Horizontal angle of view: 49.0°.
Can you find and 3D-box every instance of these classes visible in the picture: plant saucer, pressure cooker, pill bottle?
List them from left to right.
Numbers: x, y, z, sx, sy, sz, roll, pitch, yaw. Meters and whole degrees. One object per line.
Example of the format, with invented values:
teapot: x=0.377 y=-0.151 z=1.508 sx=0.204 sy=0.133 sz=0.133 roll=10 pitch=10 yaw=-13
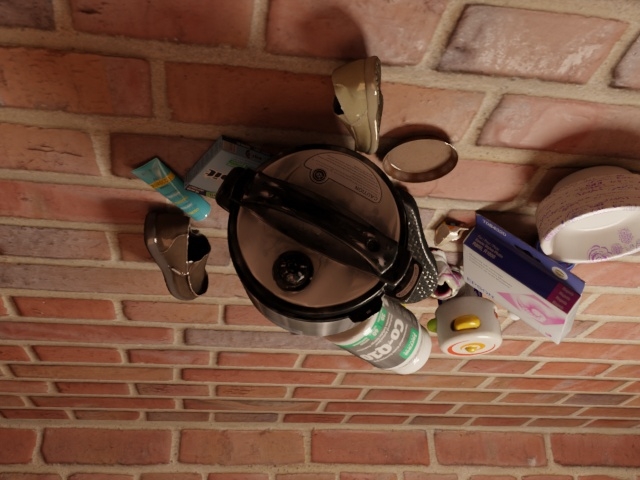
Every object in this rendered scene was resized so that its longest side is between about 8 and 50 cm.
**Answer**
pressure cooker: x=-0.001 y=0.006 z=1.453 sx=0.370 sy=0.375 sz=0.420 roll=-14 pitch=167 yaw=-3
pill bottle: x=0.170 y=0.262 z=2.074 sx=0.204 sy=0.204 sz=0.361 roll=-20 pitch=144 yaw=30
plant saucer: x=0.219 y=-0.182 z=1.545 sx=0.168 sy=0.029 sz=0.168 roll=0 pitch=151 yaw=0

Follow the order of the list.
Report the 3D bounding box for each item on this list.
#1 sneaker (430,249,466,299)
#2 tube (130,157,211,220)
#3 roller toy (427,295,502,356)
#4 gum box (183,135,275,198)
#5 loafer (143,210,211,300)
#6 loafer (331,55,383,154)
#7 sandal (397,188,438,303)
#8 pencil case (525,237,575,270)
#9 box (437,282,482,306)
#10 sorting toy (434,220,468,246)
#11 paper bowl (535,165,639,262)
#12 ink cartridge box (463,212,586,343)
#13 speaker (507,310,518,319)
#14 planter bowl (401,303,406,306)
sneaker: x=0.352 y=0.124 z=2.032 sx=0.103 sy=0.111 sz=0.252 roll=-18 pitch=148 yaw=28
tube: x=-0.338 y=-0.119 z=1.622 sx=0.080 sy=0.052 sz=0.207 roll=-26 pitch=138 yaw=21
roller toy: x=0.445 y=0.265 z=2.106 sx=0.191 sy=0.146 sz=0.209 roll=11 pitch=149 yaw=-24
gum box: x=-0.195 y=-0.149 z=1.571 sx=0.157 sy=0.041 sz=0.184 roll=17 pitch=147 yaw=-31
loafer: x=-0.347 y=0.052 z=1.837 sx=0.130 sy=0.134 sz=0.366 roll=-5 pitch=152 yaw=6
loafer: x=0.070 y=-0.256 z=1.333 sx=0.092 sy=0.102 sz=0.268 roll=6 pitch=155 yaw=7
sandal: x=0.221 y=0.011 z=1.838 sx=0.167 sy=0.107 sz=0.446 roll=0 pitch=140 yaw=14
pencil case: x=0.614 y=0.096 z=1.973 sx=0.119 sy=0.133 sz=0.306 roll=1 pitch=152 yaw=-5
box: x=0.436 y=0.187 z=2.193 sx=0.137 sy=0.072 sz=0.126 roll=-8 pitch=151 yaw=10
sorting toy: x=0.347 y=-0.020 z=1.842 sx=0.075 sy=0.045 sz=0.083 roll=1 pitch=152 yaw=-21
paper bowl: x=0.653 y=-0.069 z=1.652 sx=0.284 sy=0.148 sz=0.284 roll=-1 pitch=151 yaw=-1
ink cartridge box: x=0.520 y=0.108 z=1.848 sx=0.324 sy=0.071 sz=0.330 roll=37 pitch=167 yaw=27
speaker: x=0.668 y=0.210 z=2.268 sx=0.055 sy=0.055 sz=0.136 roll=13 pitch=149 yaw=-25
planter bowl: x=0.175 y=0.257 z=2.292 sx=0.217 sy=0.090 sz=0.217 roll=-2 pitch=152 yaw=-1
